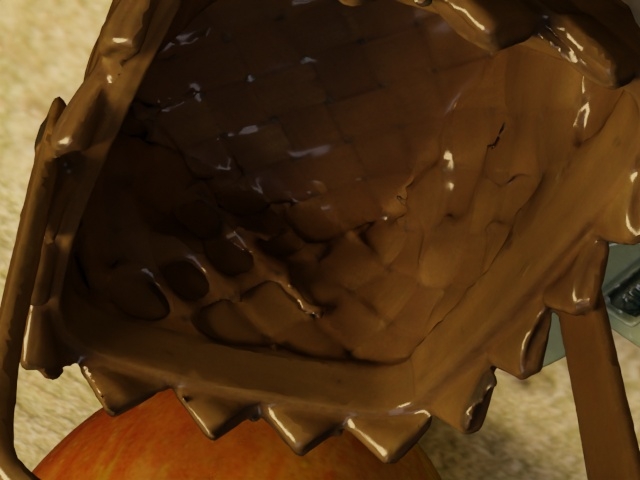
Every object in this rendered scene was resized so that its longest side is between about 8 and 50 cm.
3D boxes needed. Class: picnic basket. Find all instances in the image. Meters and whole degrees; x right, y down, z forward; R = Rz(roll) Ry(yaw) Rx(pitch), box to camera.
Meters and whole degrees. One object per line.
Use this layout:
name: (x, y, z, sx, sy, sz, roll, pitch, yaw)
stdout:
picnic basket: (0.000, 0.000, 0.511, 0.254, 0.321, 0.291, 14, 135, -17)

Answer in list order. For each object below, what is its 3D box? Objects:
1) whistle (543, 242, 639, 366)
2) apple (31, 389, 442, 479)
whistle: (0.176, -0.005, 0.621, 0.102, 0.106, 0.253, 51, 130, 13)
apple: (-0.056, 0.244, 0.819, 0.339, 0.339, 0.339, 11, 137, 11)
